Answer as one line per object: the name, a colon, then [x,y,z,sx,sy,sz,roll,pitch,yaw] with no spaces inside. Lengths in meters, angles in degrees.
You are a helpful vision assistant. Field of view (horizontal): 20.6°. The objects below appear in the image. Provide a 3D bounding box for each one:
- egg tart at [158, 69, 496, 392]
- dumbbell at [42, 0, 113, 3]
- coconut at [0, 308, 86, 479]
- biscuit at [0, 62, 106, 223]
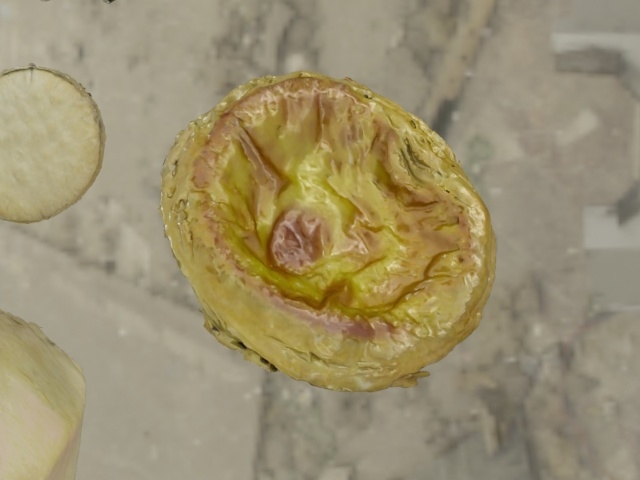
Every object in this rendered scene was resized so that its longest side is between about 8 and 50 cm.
egg tart: [0.000,0.000,1.430,0.295,0.295,0.116,68,151,24]
dumbbell: [-0.310,-0.387,1.958,0.192,0.192,0.290,-8,122,52]
coconut: [-0.401,0.225,1.835,0.352,0.352,0.352,3,93,52]
biscuit: [-0.271,-0.089,1.634,0.152,0.020,0.152,-1,84,8]
